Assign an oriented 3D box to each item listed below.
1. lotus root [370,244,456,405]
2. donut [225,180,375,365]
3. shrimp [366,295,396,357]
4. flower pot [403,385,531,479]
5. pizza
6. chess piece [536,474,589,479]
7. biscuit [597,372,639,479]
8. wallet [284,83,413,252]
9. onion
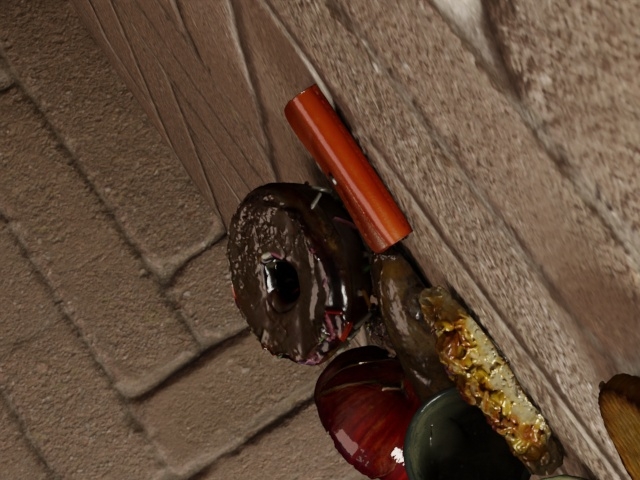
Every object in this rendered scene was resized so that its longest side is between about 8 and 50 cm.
[{"bbox_3d":[0.127,0.135,1.917,0.329,0.078,0.167,61,170,-28],"label":"lotus root"},{"bbox_3d":[-0.027,0.042,2.089,0.270,0.103,0.269,27,125,47],"label":"donut"},{"bbox_3d":[0.090,0.117,2.119,0.073,0.074,0.190,25,-178,-6],"label":"shrimp"},{"bbox_3d":[0.185,0.258,1.814,0.157,0.157,0.107,54,-177,22],"label":"flower pot"},{"bbox_3d":[0.184,0.160,1.716,0.246,0.058,0.127,55,172,-2],"label":"pizza"},{"bbox_3d":[0.295,0.366,1.684,0.133,0.133,0.243,51,178,39],"label":"chess piece"},{"bbox_3d":[0.320,0.226,1.180,0.305,0.038,0.305,55,174,8],"label":"biscuit"},{"bbox_3d":[0.030,-0.078,1.759,0.204,0.045,0.142,56,173,2],"label":"wallet"},{"bbox_3d":[0.106,0.244,2.158,0.248,0.161,0.248,49,-162,-21],"label":"onion"}]
